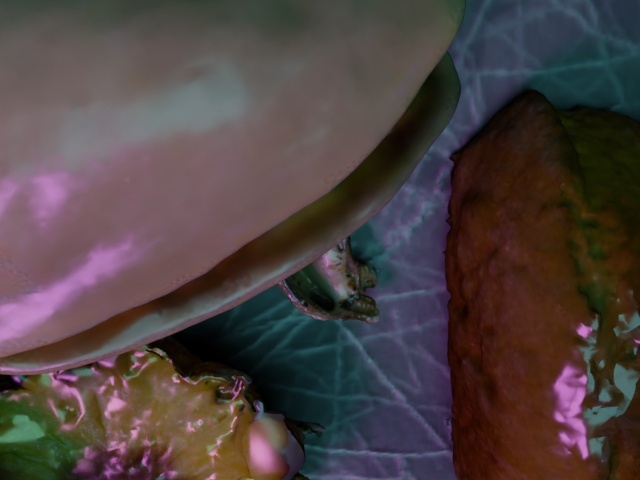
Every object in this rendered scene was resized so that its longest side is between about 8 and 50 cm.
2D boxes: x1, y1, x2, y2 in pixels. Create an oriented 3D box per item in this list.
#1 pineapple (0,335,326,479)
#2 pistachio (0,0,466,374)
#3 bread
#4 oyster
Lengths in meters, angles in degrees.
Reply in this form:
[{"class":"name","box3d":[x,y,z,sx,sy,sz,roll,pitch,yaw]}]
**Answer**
[{"class":"pineapple","box3d":[-0.100,0.130,0.524,0.225,0.076,0.225,0,115,0]},{"class":"pistachio","box3d":[-0.090,-0.050,0.402,0.299,0.187,0.187,-21,114,2]},{"class":"bread","box3d":[0.139,0.061,0.493,0.129,0.134,0.260,-6,114,-5]},{"class":"oyster","box3d":[0.000,0.000,0.514,0.081,0.038,0.083,14,86,-23]}]
